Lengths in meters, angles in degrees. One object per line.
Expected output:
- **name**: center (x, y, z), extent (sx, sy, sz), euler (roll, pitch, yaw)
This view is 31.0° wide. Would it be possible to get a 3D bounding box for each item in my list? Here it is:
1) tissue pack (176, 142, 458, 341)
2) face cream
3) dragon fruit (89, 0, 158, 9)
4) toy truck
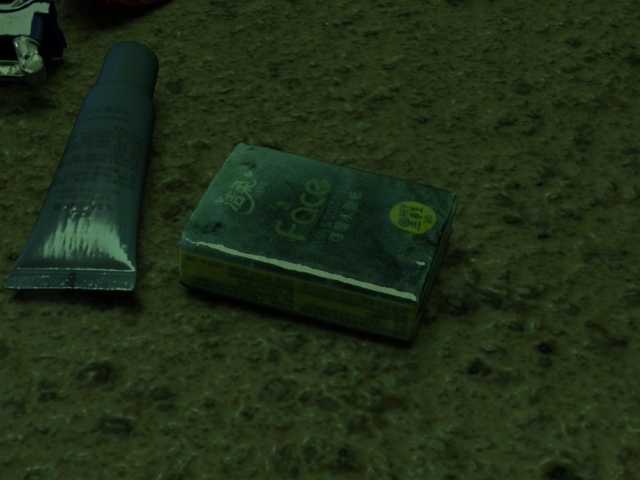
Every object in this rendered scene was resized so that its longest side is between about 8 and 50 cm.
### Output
- **tissue pack**: center (0.000, 0.000, 1.226), extent (0.257, 0.081, 0.185), euler (13, 43, 11)
- **face cream**: center (-0.248, -0.087, 1.320), extent (0.136, 0.086, 0.385), euler (1, 46, 4)
- **dragon fruit**: center (-0.317, -0.411, 1.663), extent (0.212, 0.134, 0.262), euler (23, 29, 38)
- **toy truck**: center (-0.442, -0.262, 1.481), extent (0.213, 0.161, 0.176), euler (0, 65, -1)
